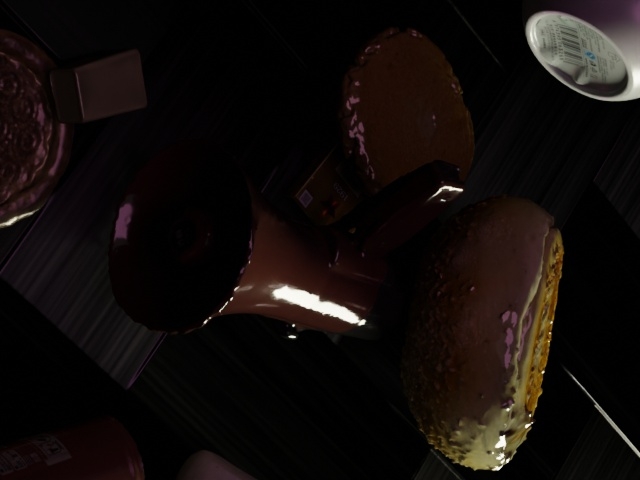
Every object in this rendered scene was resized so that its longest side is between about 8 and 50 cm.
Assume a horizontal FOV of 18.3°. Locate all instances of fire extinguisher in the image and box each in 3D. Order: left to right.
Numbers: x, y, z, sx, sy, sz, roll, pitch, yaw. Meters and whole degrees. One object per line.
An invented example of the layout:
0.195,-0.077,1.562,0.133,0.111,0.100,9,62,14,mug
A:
-0.335,0.232,1.859,0.337,0.106,0.147,-12,78,-39,fire extinguisher

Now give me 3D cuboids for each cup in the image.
0.383,-0.326,2.328,0.317,0.212,0.212,-52,124,-21,cup

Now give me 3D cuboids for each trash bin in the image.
-0.216,-0.148,1.930,0.092,0.043,0.061,-26,112,-52,trash bin

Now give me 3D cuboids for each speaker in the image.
-0.020,-0.013,2.031,0.329,0.198,0.259,10,113,-46,speaker

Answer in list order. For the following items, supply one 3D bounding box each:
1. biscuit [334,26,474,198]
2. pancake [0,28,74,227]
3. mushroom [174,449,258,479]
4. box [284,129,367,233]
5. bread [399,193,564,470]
0.092,-0.128,2.187,0.226,0.042,0.226,10,77,-48,biscuit
-0.308,-0.108,1.888,0.184,0.020,0.190,-36,117,-31,pancake
-0.148,0.417,2.020,0.177,0.126,0.397,52,59,-41,mushroom
0.026,-0.065,2.175,0.133,0.023,0.090,-53,123,-22,box
0.175,0.098,2.192,0.305,0.158,0.305,10,90,-82,bread
